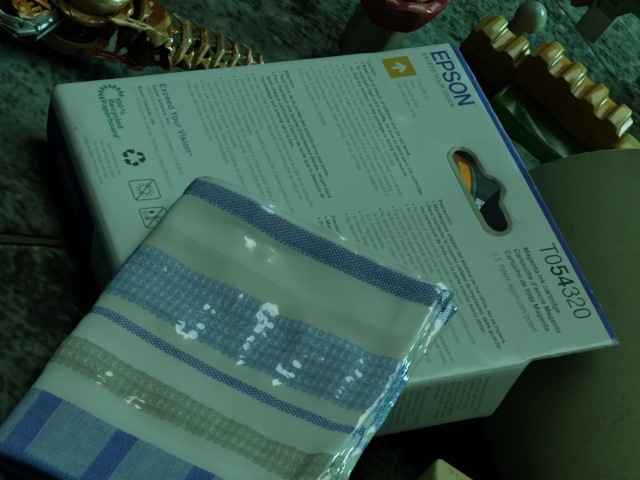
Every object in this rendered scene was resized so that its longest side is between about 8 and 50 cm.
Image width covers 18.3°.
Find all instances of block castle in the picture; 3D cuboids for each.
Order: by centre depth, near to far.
[{"bbox_3d":[0.264,-0.161,1.824,0.453,0.213,0.303,43,63,4],"label":"block castle"}]

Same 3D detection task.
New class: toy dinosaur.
[{"bbox_3d":[-0.198,-0.218,1.595,0.322,0.164,0.218,46,38,-31],"label":"toy dinosaur"}]

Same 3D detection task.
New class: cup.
[{"bbox_3d":[0.251,0.123,1.503,0.331,0.331,0.237,31,53,-19],"label":"cup"}]

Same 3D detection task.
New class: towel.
[{"bbox_3d":[-0.057,0.082,1.277,0.209,0.034,0.285,26,48,12],"label":"towel"}]

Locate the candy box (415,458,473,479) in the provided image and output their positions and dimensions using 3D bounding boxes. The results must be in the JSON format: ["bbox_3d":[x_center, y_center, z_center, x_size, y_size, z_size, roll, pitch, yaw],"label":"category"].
[{"bbox_3d":[0.176,0.305,1.347,0.316,0.087,0.183,35,29,-13],"label":"candy box"}]

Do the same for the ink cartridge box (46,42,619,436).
[{"bbox_3d":[0.000,0.000,1.433,0.330,0.071,0.324,-7,49,-20],"label":"ink cartridge box"}]

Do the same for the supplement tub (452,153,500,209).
[{"bbox_3d":[0.120,-0.014,1.695,0.198,0.106,0.106,25,33,-28],"label":"supplement tub"}]
